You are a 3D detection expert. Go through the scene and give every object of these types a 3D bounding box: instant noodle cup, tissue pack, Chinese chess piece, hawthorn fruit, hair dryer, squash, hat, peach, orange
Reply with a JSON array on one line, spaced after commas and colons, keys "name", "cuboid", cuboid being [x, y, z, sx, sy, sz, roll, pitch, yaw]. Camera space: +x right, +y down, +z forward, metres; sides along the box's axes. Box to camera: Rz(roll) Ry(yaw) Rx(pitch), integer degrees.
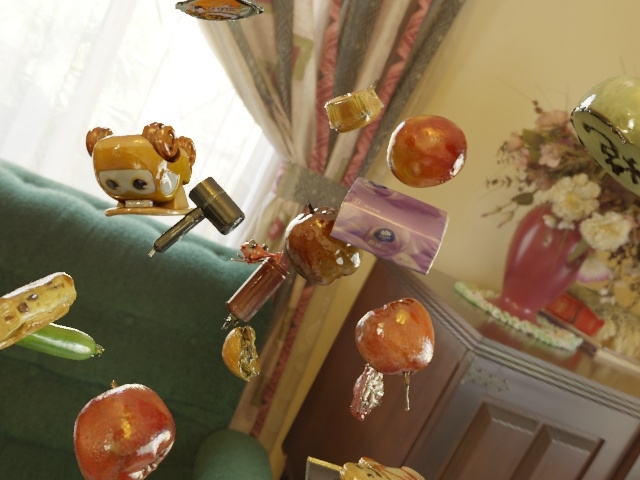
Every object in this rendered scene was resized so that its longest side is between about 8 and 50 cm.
[{"name": "instant noodle cup", "cuboid": [-0.239, -0.604, 1.386, 0.208, 0.125, 0.177, -6, 7, -35]}, {"name": "tissue pack", "cuboid": [0.232, -0.055, 1.894, 0.338, 0.160, 0.242, 22, 33, 5]}, {"name": "Chinese chess piece", "cuboid": [0.818, -0.262, 1.542, 0.349, 0.146, 0.349, 49, 10, -12]}, {"name": "hawthorn fruit", "cuboid": [0.000, 0.000, 2.073, 0.301, 0.267, 0.268, 65, -8, -23]}, {"name": "hair dryer", "cuboid": [-0.285, -0.031, 1.298, 0.124, 0.219, 0.071, 51, -11, 4]}, {"name": "hawthorn fruit", "cuboid": [0.235, 0.286, 1.726, 0.263, 0.235, 0.231, 34, 45, 16]}, {"name": "squash", "cuboid": [-0.836, 0.320, 1.880, 0.101, 0.101, 0.378, 31, -6, 33]}, {"name": "hat", "cuboid": [0.169, 0.492, 1.971, 0.107, 0.286, 0.236, 27, 29, 22]}, {"name": "hawthorn fruit", "cuboid": [-0.546, 0.532, 1.647, 0.275, 0.275, 0.300, 13, 45, -55]}, {"name": "peach", "cuboid": [0.374, -0.306, 2.068, 0.281, 0.281, 0.238, 29, -5, 17]}, {"name": "orange", "cuboid": [-0.245, 0.348, 1.809, 0.112, 0.170, 0.160, 0, -26, 7]}]

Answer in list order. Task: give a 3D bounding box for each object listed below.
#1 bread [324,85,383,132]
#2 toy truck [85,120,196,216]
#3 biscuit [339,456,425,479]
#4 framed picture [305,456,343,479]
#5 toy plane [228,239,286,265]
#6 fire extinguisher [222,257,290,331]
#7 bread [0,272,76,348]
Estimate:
[{"name": "bread", "cuboid": [0.105, -0.396, 1.787, 0.136, 0.107, 0.241, -17, 15, 19]}, {"name": "toy truck", "cuboid": [-0.415, -0.160, 1.413, 0.204, 0.212, 0.288, -1, -1, 10]}, {"name": "biscuit", "cuboid": [0.128, 0.425, 1.031, 0.234, 0.030, 0.153, 26, -5, -34]}, {"name": "framed picture", "cuboid": [0.062, 0.573, 1.397, 0.203, 0.150, 0.015, 14, 51, 9]}, {"name": "toy plane", "cuboid": [-0.186, 0.038, 1.781, 0.126, 0.077, 0.194, 17, -9, -25]}, {"name": "fire extinguisher", "cuboid": [-0.218, 0.176, 1.878, 0.105, 0.269, 0.105, 42, -5, 4]}, {"name": "bread", "cuboid": [-0.611, 0.157, 1.148, 0.210, 0.235, 0.099, -58, 125, -77]}]
